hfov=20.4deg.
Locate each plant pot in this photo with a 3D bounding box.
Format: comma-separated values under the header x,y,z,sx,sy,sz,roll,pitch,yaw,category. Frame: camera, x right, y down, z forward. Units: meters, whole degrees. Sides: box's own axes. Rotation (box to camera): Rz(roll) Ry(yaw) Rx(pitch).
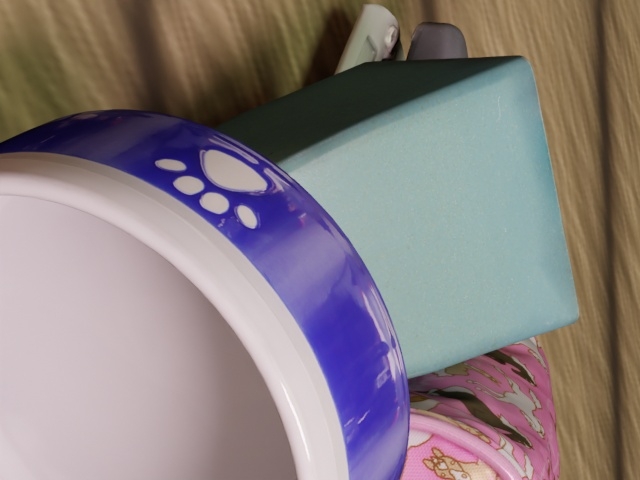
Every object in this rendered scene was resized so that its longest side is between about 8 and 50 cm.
x,y,z,sx,sy,sz,roll,pitch,yaw,category
0.000,0.000,1.048,0.234,0.165,0.166,-20,104,-33,plant pot

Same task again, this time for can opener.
x,y,z,sx,sy,sz,roll,pitch,yaw,category
0.022,-0.036,1.199,0.076,0.095,0.283,54,49,-51,can opener

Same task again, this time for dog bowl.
x,y,z,sx,sy,sz,roll,pitch,yaw,category
-0.097,0.077,0.821,0.104,0.265,0.265,-40,130,-56,dog bowl

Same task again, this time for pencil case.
x,y,z,sx,sy,sz,roll,pitch,yaw,category
0.068,0.134,1.138,0.386,0.167,0.160,-65,148,-77,pencil case
